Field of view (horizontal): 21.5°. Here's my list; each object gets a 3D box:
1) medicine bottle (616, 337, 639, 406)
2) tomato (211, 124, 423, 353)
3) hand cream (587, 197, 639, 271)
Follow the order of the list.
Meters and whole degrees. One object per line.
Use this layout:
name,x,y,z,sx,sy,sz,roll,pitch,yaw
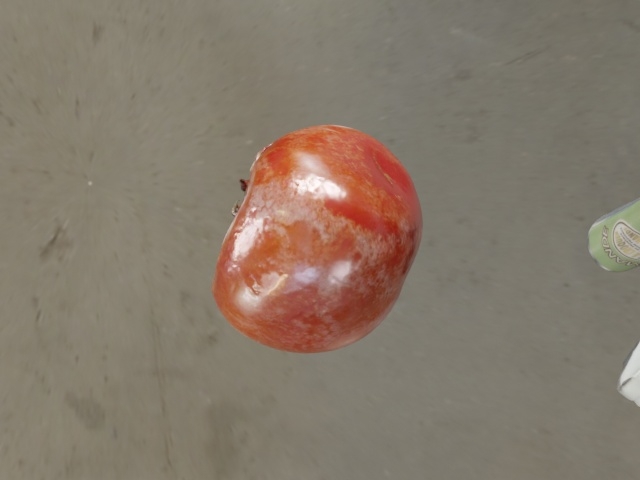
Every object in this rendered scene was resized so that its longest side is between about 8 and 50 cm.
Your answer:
medicine bottle,0.519,0.182,1.888,0.332,0.190,0.190,34,87,4
tomato,0.000,0.000,1.336,0.151,0.187,0.187,17,90,-3
hand cream,0.305,-0.016,1.503,0.086,0.235,0.055,29,71,-11
